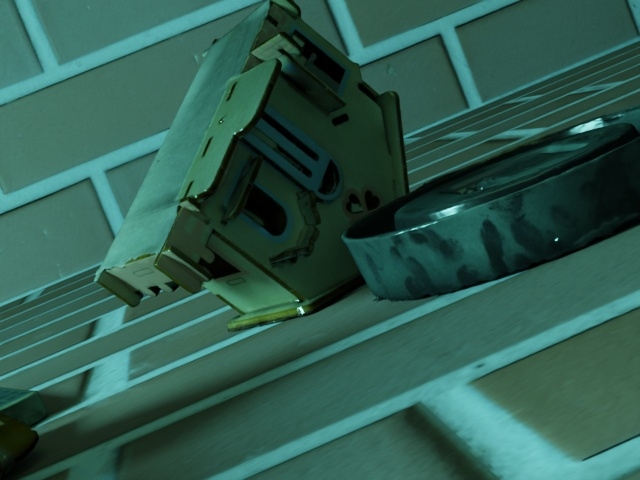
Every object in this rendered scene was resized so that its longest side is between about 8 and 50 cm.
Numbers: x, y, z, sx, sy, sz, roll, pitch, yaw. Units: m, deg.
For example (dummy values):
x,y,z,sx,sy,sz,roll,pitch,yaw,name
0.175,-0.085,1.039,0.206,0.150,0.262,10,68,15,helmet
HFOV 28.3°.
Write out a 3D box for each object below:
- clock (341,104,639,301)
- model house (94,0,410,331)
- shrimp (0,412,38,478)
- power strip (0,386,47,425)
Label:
x,y,z,sx,sy,sz,roll,pitch,yaw,name
0.169,-0.035,1.070,0.312,0.061,0.312,-22,6,3,clock
-0.027,-0.039,1.192,0.169,0.244,0.326,-18,41,45,model house
-0.307,0.169,1.012,0.150,0.068,0.248,-13,9,-20,shrimp
-0.322,0.166,1.209,0.080,0.029,0.227,-25,7,-26,power strip
